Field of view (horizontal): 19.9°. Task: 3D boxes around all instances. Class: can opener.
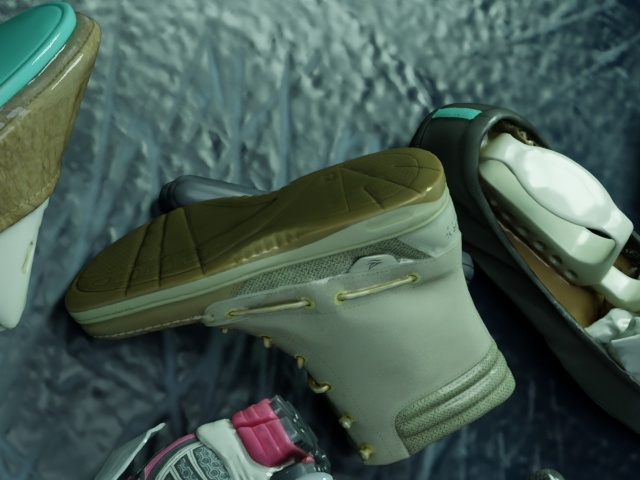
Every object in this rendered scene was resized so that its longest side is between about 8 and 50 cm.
[{"bbox_3d":[0.000,0.000,1.018,0.186,0.059,0.073,21,71,-19],"label":"can opener"}]

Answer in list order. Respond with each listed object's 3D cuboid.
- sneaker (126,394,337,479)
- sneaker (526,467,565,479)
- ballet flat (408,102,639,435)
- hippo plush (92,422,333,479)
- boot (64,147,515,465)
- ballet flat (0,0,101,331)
[{"bbox_3d":[-0.005,0.233,0.948,0.112,0.121,0.299,-25,90,3],"label":"sneaker"},{"bbox_3d":[0.148,0.183,1.061,0.044,0.040,0.109,-17,90,-43],"label":"sneaker"},{"bbox_3d":[0.164,0.026,1.065,0.280,0.096,0.095,41,65,-11],"label":"ballet flat"},{"bbox_3d":[-0.162,0.243,0.829,0.294,0.234,0.236,-28,122,-48],"label":"hippo plush"},{"bbox_3d":[-0.014,0.052,0.982,0.213,0.077,0.165,-17,123,9],"label":"boot"},{"bbox_3d":[-0.222,0.023,0.896,0.342,0.116,0.124,-43,118,-25],"label":"ballet flat"}]
